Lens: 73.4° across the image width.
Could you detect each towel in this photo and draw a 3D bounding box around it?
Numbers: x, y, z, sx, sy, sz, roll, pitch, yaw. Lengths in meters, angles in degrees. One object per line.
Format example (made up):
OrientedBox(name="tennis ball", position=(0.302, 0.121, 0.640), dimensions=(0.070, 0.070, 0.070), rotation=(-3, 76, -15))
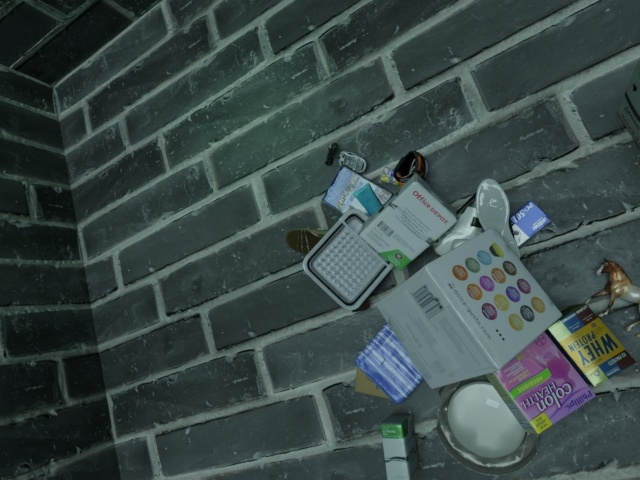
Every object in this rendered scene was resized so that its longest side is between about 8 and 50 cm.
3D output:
OrientedBox(name="towel", position=(0.314, 0.424, 1.643), dimensions=(0.243, 0.040, 0.336), rotation=(42, 98, 24))
OrientedBox(name="towel", position=(0.291, -0.264, 1.760), dimensions=(0.083, 0.009, 0.060), rotation=(23, 94, 26))

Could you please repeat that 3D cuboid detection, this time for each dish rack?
OrientedBox(name="dish rack", position=(0.117, 0.074, 1.676), dimensions=(0.285, 0.072, 0.333), rotation=(44, 75, -6))

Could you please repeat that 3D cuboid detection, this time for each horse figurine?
OrientedBox(name="horse figurine", position=(0.979, 0.194, 1.356), dimensions=(0.263, 0.066, 0.174), rotation=(35, 105, 27))

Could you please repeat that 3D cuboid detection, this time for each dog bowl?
OrientedBox(name="dog bowl", position=(0.572, 0.608, 1.483), dimensions=(0.349, 0.102, 0.348), rotation=(-3, 83, 24))

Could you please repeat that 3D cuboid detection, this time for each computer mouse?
OrientedBox(name="computer mouse", position=(0.114, -0.343, 1.830), dimensions=(0.193, 0.042, 0.105), rotation=(26, 119, 21))

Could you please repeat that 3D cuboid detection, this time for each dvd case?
OrientedBox(name="dvd case", position=(0.151, -0.179, 1.791), dimensions=(0.253, 0.022, 0.180), rotation=(33, 99, 16))

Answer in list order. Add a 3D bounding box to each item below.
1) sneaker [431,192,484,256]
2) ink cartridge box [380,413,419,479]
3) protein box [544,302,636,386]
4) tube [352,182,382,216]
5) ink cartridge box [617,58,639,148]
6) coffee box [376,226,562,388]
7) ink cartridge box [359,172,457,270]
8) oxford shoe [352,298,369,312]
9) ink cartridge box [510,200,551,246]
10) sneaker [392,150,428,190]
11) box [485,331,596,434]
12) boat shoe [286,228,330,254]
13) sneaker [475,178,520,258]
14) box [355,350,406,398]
OrientedBox(name="sneaker", position=(0.554, -0.059, 1.567), dimensions=(0.146, 0.122, 0.330), rotation=(42, 105, 8))
OrientedBox(name="ink cartridge box", position=(0.293, 0.760, 1.570), dimensions=(0.087, 0.153, 0.208), rotation=(-11, 79, 25))
OrientedBox(name="protein box", position=(0.814, 0.320, 1.337), dimensions=(0.136, 0.200, 0.201), rotation=(-37, 71, 9))
OrientedBox(name="tube", position=(0.217, -0.132, 1.734), dimensions=(0.080, 0.052, 0.207), rotation=(-36, 73, 10))
OrientedBox(name="ink cartridge box", position=(1.022, -0.361, 1.214), dimensions=(0.166, 0.395, 0.285), rotation=(-26, 74, 23))
OrientedBox(name="coffee box", position=(0.456, 0.220, 1.375), dimensions=(0.337, 0.335, 0.338), rotation=(57, 149, 15))
OrientedBox(name="ink cartridge box", position=(0.319, -0.066, 1.564), dimensions=(0.211, 0.121, 0.289), rotation=(42, 117, -7))
OrientedBox(name="oxford shoe", position=(0.157, 0.174, 1.750), dimensions=(0.096, 0.083, 0.227), rotation=(-9, 78, 1))
OrientedBox(name="ink cartridge box", position=(0.697, -0.035, 1.523), dimensions=(0.207, 0.046, 0.097), rotation=(-43, 69, 16))
OrientedBox(name="sneaker", position=(0.323, -0.190, 1.642), dimensions=(0.125, 0.180, 0.320), rotation=(7, 87, 26))
OrientedBox(name="box", position=(0.670, 0.438, 1.350), dimensions=(0.214, 0.117, 0.242), rotation=(-30, 69, -5))
OrientedBox(name="boat shoe", position=(0.000, 0.000, 1.824), dimensions=(0.303, 0.098, 0.109), rotation=(1, 98, 23))
OrientedBox(name="sneaker", position=(0.589, -0.066, 1.455), dimensions=(0.105, 0.147, 0.295), rotation=(-18, 95, 15))
OrientedBox(name="box", position=(0.238, 0.531, 1.694), dimensions=(0.201, 0.021, 0.164), rotation=(3, 85, 26))
